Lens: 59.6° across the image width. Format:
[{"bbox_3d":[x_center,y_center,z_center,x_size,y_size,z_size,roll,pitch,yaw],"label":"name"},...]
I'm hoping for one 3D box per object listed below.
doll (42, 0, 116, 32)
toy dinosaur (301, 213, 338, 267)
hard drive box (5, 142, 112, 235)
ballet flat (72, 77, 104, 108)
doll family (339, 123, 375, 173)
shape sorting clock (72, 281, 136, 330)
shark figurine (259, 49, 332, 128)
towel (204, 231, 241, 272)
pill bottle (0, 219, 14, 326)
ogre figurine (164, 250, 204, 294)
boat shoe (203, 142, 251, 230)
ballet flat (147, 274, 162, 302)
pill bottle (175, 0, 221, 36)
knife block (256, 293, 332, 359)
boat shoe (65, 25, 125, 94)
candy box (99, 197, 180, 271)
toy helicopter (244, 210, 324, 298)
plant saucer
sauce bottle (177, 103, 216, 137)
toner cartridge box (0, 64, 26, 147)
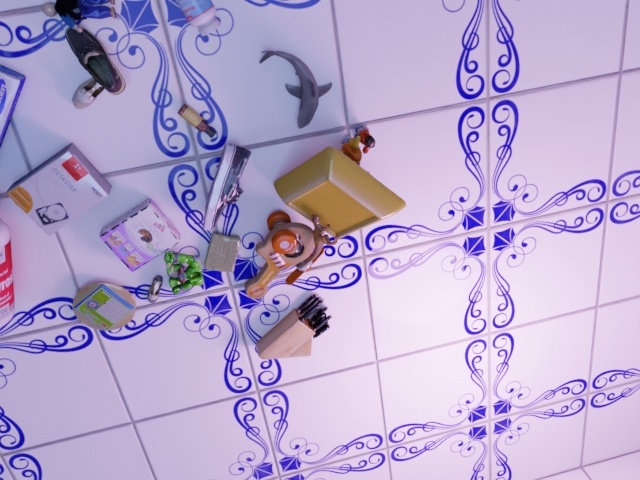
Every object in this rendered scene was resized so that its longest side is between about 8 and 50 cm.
[{"bbox_3d":[-0.664,-0.636,1.536,0.189,0.046,0.129,-5,96,-8],"label":"doll"},{"bbox_3d":[0.000,0.000,1.887,0.112,0.064,0.211,9,121,9],"label":"toy dinosaur"},{"bbox_3d":[-0.797,-0.157,1.717,0.232,0.089,0.181,-34,118,4],"label":"hard drive box"},{"bbox_3d":[-0.664,-0.444,1.629,0.168,0.052,0.057,-41,117,9],"label":"ballet flat"},{"bbox_3d":[0.118,-0.245,1.836,0.119,0.163,0.262,-11,117,-8],"label":"doll family"},{"bbox_3d":[-0.748,0.228,1.939,0.206,0.040,0.206,-7,120,-12],"label":"shape sorting clock"},{"bbox_3d":[-0.057,-0.491,1.711,0.166,0.116,0.278,-32,120,2],"label":"shark figurine"},{"bbox_3d":[-0.342,0.043,1.950,0.110,0.027,0.148,10,114,-16],"label":"towel"},{"bbox_3d":[-1.058,0.062,1.685,0.229,0.229,0.407,4,115,-14],"label":"pill bottle"},{"bbox_3d":[-0.463,0.110,1.915,0.118,0.097,0.197,-5,116,-9],"label":"ogre figurine"},{"bbox_3d":[-0.303,-0.163,1.821,0.102,0.108,0.301,16,104,-18],"label":"boat shoe"},{"bbox_3d":[-0.580,0.177,1.953,0.041,0.041,0.114,15,111,-19],"label":"ballet flat"},{"bbox_3d":[-0.351,-0.664,1.573,0.087,0.087,0.160,-31,117,3],"label":"pill bottle"},{"bbox_3d":[-0.100,0.319,2.102,0.276,0.088,0.242,-2,115,-11],"label":"knife block"},{"bbox_3d":[-0.632,-0.510,1.559,0.080,0.073,0.223,-36,96,-1],"label":"boat shoe"},{"bbox_3d":[-0.590,-0.017,1.841,0.196,0.070,0.164,-31,117,4],"label":"candy box"},{"bbox_3d":[-0.140,0.081,1.979,0.235,0.140,0.355,23,119,-31],"label":"toy helicopter"},{"bbox_3d":[0.048,-0.124,1.814,0.333,0.080,0.333,34,147,-24],"label":"plant saucer"},{"bbox_3d":[-0.381,-0.368,1.736,0.042,0.042,0.128,-45,118,10],"label":"sauce bottle"},{"bbox_3d":[-0.987,-0.343,1.593,0.165,0.075,0.347,22,108,-23],"label":"toner cartridge box"}]
